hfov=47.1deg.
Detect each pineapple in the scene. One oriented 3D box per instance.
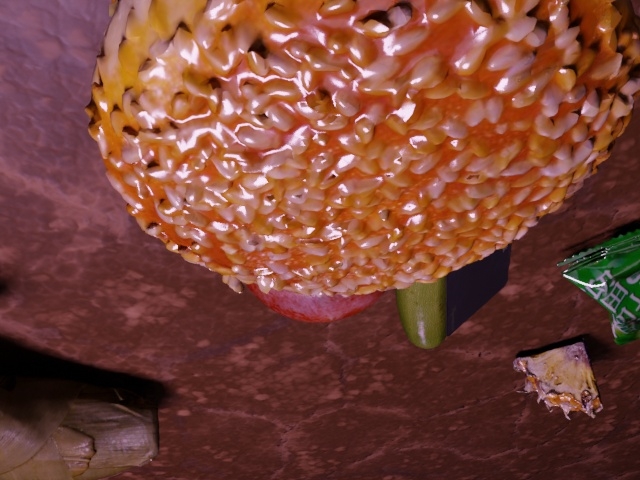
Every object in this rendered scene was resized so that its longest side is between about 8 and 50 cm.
[{"bbox_3d":[0.355,0.193,1.075,0.137,0.116,0.069,28,173,17],"label":"pineapple"}]

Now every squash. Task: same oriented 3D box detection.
[{"bbox_3d":[0.120,0.050,0.854,0.066,0.066,0.252,-9,142,1],"label":"squash"}]

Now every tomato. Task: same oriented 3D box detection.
[{"bbox_3d":[0.000,0.000,0.699,0.167,0.167,0.167,-6,143,-4],"label":"tomato"}]

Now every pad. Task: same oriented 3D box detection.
[{"bbox_3d":[0.186,0.043,0.860,0.112,0.003,0.157,-39,147,-18],"label":"pad"}]

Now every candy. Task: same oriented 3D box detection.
[{"bbox_3d":[0.397,0.056,0.914,0.141,0.078,0.203,-34,125,13],"label":"candy"}]

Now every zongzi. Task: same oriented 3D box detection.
[{"bbox_3d":[-0.331,0.225,0.892,0.274,0.145,0.300,0,158,-15],"label":"zongzi"}]

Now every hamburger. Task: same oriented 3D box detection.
[{"bbox_3d":[0.022,-0.117,0.466,0.330,0.250,0.330,-5,143,-4],"label":"hamburger"}]
